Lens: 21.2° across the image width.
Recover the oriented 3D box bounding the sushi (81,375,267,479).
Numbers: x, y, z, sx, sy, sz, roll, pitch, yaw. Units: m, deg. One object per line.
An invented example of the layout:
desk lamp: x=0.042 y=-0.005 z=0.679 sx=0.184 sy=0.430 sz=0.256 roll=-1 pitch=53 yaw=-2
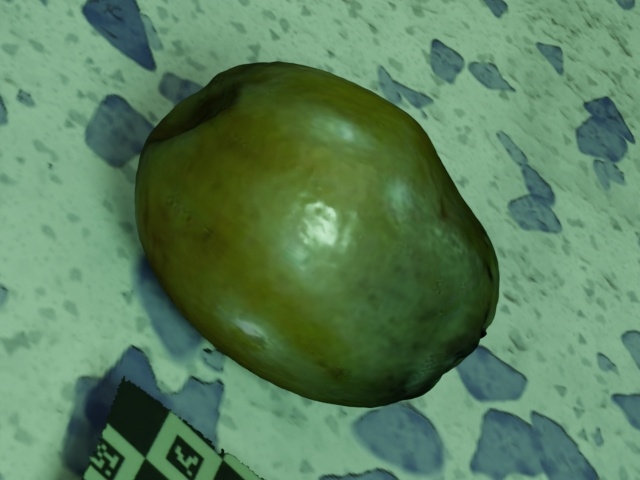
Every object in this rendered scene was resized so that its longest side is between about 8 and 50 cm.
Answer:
sushi: x=-0.070 y=0.198 z=0.861 sx=0.192 sy=0.040 sz=0.210 roll=39 pitch=36 yaw=-22

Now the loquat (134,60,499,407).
loquat: x=0.000 y=0.000 z=0.982 sx=0.227 sy=0.179 sz=0.179 roll=44 pitch=37 yaw=-21
